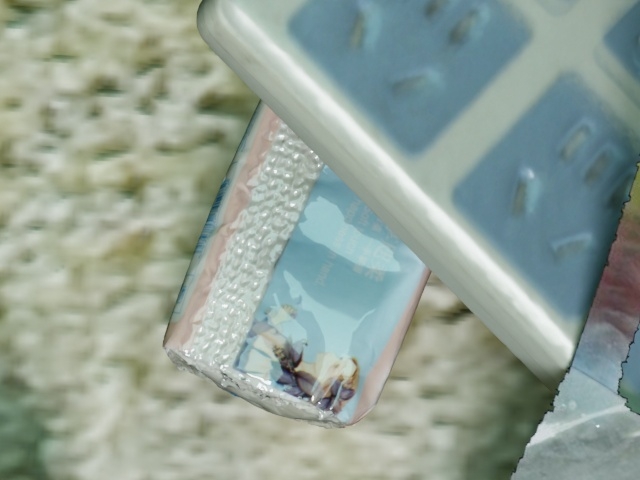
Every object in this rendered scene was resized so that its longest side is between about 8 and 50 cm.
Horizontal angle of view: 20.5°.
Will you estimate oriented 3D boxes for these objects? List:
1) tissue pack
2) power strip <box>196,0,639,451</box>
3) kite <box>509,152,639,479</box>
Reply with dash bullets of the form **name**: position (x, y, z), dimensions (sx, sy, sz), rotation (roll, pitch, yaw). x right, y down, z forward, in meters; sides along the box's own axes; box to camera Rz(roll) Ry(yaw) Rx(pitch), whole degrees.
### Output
- **tissue pack**: position (0.000, 0.000, 0.467), dimensions (0.058, 0.074, 0.094), rotation (23, 83, 0)
- **power strip**: position (0.128, 0.033, 0.432), dimensions (0.367, 0.043, 0.106), rotation (45, 81, -8)
- **kite**: position (0.115, 0.058, 0.388), dimensions (0.169, 0.015, 0.310), rotation (17, 122, 7)
